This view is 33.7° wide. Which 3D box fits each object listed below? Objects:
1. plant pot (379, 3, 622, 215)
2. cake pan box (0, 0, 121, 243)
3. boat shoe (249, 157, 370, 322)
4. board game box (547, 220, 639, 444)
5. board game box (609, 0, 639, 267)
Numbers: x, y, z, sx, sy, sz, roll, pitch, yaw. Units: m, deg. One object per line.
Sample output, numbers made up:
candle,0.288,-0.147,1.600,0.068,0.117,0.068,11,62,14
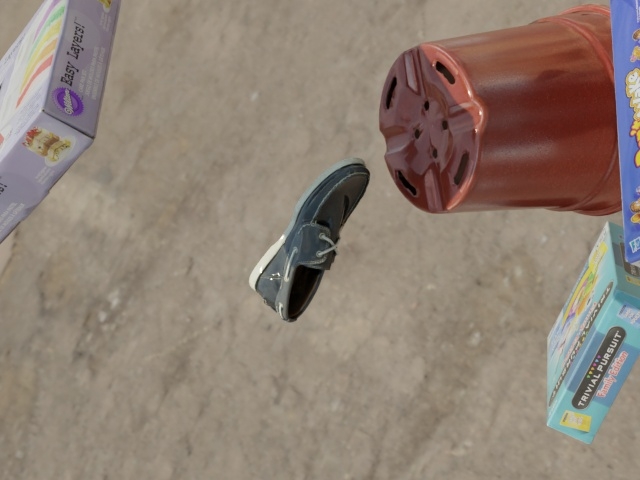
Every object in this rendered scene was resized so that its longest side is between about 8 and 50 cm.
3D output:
plant pot,0.232,-0.148,1.300,0.272,0.265,0.273,26,120,56
cake pan box,-0.317,-0.137,1.149,0.267,0.070,0.246,-38,36,38
boat shoe,0.000,0.000,1.307,0.079,0.084,0.233,52,122,33
board game box,0.460,0.140,1.750,0.336,0.079,0.254,-57,-11,-68
board game box,0.402,-0.111,1.059,0.078,0.233,0.347,-29,48,48
